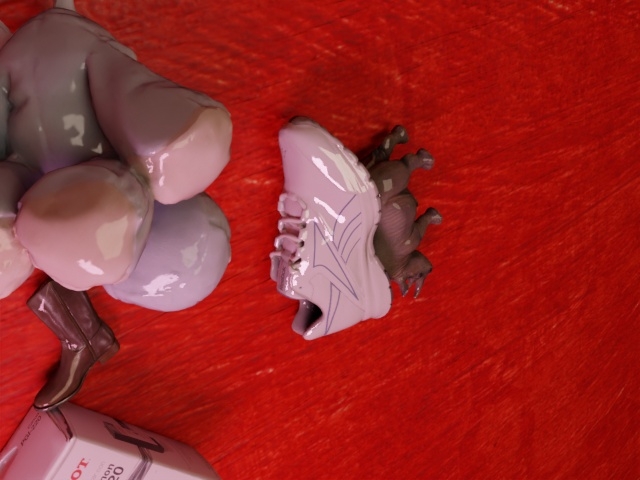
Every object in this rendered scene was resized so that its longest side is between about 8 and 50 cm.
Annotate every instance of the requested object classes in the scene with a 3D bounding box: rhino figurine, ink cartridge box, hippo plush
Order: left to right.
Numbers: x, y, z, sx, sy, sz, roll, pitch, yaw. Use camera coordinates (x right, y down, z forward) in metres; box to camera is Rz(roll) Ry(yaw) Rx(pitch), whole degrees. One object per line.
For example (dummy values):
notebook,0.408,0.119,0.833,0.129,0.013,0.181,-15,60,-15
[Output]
hippo plush,-0.196,-0.041,0.574,0.234,0.294,0.236,-33,153,-13
ink cartridge box,-0.232,0.276,0.737,0.218,0.092,0.158,37,82,-41
rhino figurine,0.101,-0.018,0.910,0.106,0.073,0.243,-38,130,-28

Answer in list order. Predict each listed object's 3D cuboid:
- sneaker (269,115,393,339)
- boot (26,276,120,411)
sneaker,0.000,0.000,0.812,0.129,0.111,0.297,-30,124,-21
boot,-0.257,0.093,0.675,0.106,0.037,0.114,-48,136,-32
